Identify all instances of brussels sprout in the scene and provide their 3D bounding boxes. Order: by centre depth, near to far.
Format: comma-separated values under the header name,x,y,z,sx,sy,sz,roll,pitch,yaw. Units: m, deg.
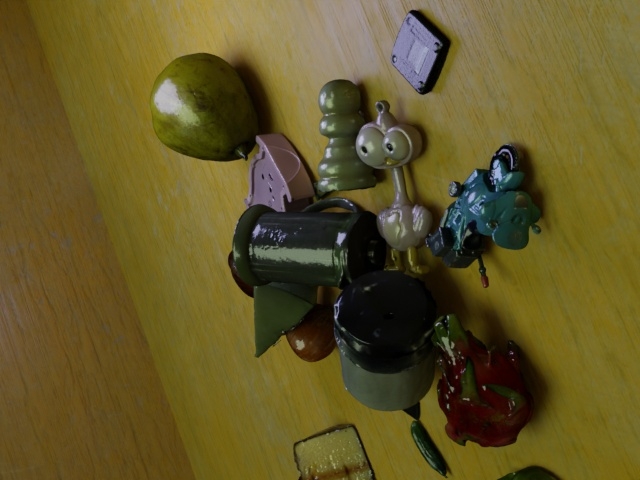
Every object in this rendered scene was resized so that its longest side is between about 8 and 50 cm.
name,x,y,z,sx,sy,sz,roll,pitch,yaw
brussels sprout,0.420,0.519,1.455,0.181,0.100,0.139,165,108,-70

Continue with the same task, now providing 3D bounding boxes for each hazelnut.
name,x,y,z,sx,sy,sz,roll,pitch,yaw
hazelnut,-0.022,0.245,1.991,0.150,0.150,0.150,34,132,47
hazelnut,-0.181,0.081,2.132,0.204,0.178,0.178,-122,32,-41

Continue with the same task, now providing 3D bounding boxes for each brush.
name,x,y,z,sx,sy,sz,roll,pitch,yaw
brush,0.178,0.382,1.846,0.193,0.016,0.063,27,126,50

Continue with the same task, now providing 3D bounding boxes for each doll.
name,x,y,z,sx,sy,sz,roll,pitch,yaw
doll,0.161,-0.111,1.549,0.160,0.094,0.365,0,105,55

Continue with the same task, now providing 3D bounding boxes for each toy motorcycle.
name,x,y,z,sx,sy,sz,roll,pitch,yaw
toy motorcycle,0.298,-0.035,1.352,0.272,0.124,0.182,123,145,-51

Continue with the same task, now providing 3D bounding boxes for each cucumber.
name,x,y,z,sx,sy,sz,roll,pitch,yaw
cucumber,0.255,0.501,1.763,0.155,0.037,0.037,58,147,25

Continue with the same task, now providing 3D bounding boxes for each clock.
name,x,y,z,sx,sy,sz,roll,pitch,yaw
clock,-0.102,-0.098,1.982,0.290,0.080,0.275,60,149,30

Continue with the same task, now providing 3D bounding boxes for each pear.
name,x,y,z,sx,sy,sz,roll,pitch,yaw
pear,-0.307,-0.348,2.028,0.375,0.287,0.287,49,143,20

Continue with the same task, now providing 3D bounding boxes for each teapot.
name,x,y,z,sx,sy,sz,roll,pitch,yaw
teapot,0.000,0.000,1.722,0.337,0.270,0.200,3,134,32

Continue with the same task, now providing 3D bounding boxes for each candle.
name,x,y,z,sx,sy,sz,roll,pitch,yaw
candle,0.146,0.235,1.601,0.221,0.221,0.342,47,159,36

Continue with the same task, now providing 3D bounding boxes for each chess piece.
name,x,y,z,sx,sy,sz,roll,pitch,yaw
chess piece,0.051,-0.234,1.640,0.133,0.133,0.243,8,105,57

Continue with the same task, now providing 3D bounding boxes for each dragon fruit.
name,x,y,z,sx,sy,sz,roll,pitch,yaw
dragon fruit,0.304,0.274,1.449,0.269,0.198,0.200,61,174,21

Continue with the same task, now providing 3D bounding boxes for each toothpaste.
name,x,y,z,sx,sy,sz,roll,pitch,yaw
toothpaste,0.028,-0.143,1.809,0.204,0.031,0.049,-24,83,62

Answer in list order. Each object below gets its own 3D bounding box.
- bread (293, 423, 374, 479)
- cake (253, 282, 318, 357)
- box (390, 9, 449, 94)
name,x,y,z,sx,sy,sz,roll,pitch,yaw
bread,0.036,0.652,2.060,0.135,0.178,0.240,-33,74,60
cake,-0.152,0.166,1.987,0.283,0.172,0.158,-47,19,32
box,0.188,-0.366,1.437,0.125,0.027,0.126,53,144,30
